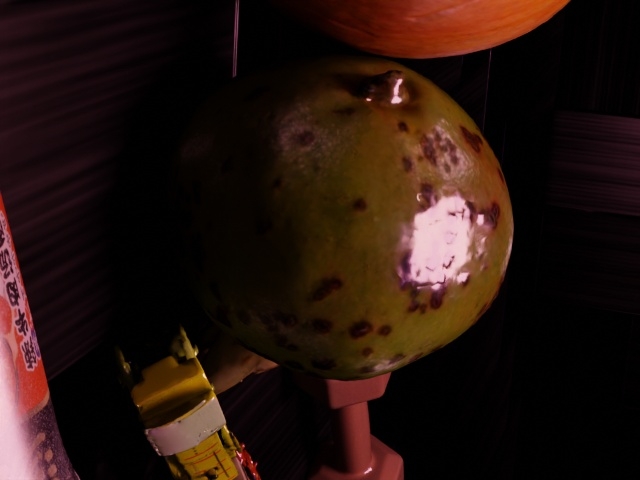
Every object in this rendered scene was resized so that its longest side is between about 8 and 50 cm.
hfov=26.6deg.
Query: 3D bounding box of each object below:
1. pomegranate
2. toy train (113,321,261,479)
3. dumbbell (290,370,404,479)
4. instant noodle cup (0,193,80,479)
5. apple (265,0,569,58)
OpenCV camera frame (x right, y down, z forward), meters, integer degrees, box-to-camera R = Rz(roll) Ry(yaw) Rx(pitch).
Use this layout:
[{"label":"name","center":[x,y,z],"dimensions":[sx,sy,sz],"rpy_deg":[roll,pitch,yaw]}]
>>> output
[{"label":"pomegranate","center":[0.000,0.000,0.828],"dimensions":[0.263,0.211,0.211],"rpy_deg":[-62,180,40]},{"label":"toy train","center":[-0.069,0.138,0.839],"dimensions":[0.249,0.053,0.085],"rpy_deg":[74,-10,-56]},{"label":"dumbbell","center":[0.025,0.157,1.180],"dimensions":[0.082,0.092,0.230],"rpy_deg":[-37,141,-29]},{"label":"instant noodle cup","center":[-0.148,0.032,0.454],"dimensions":[0.127,0.127,0.135],"rpy_deg":[-38,126,-68]},{"label":"apple","center":[0.054,-0.245,0.790],"dimensions":[0.286,0.233,0.285],"rpy_deg":[5,90,-79]}]
